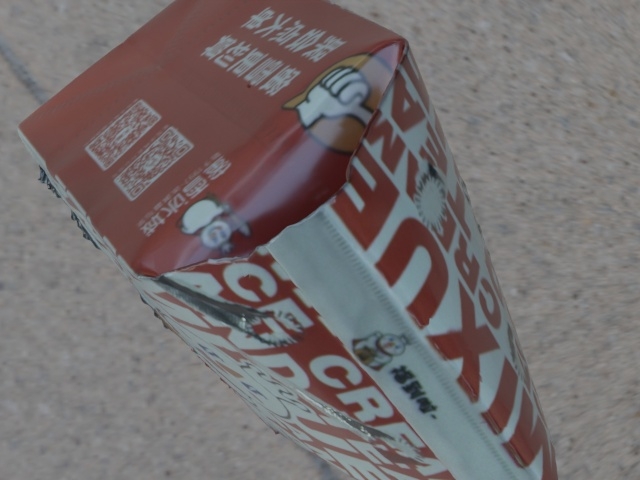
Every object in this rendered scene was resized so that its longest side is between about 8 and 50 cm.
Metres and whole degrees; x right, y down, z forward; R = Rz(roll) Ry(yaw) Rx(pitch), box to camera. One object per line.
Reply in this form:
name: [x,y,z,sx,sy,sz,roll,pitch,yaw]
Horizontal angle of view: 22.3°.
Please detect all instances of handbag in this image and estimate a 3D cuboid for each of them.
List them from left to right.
handbag: [0.000,0.000,0.695,0.151,0.298,0.171,-40,119,-7]
